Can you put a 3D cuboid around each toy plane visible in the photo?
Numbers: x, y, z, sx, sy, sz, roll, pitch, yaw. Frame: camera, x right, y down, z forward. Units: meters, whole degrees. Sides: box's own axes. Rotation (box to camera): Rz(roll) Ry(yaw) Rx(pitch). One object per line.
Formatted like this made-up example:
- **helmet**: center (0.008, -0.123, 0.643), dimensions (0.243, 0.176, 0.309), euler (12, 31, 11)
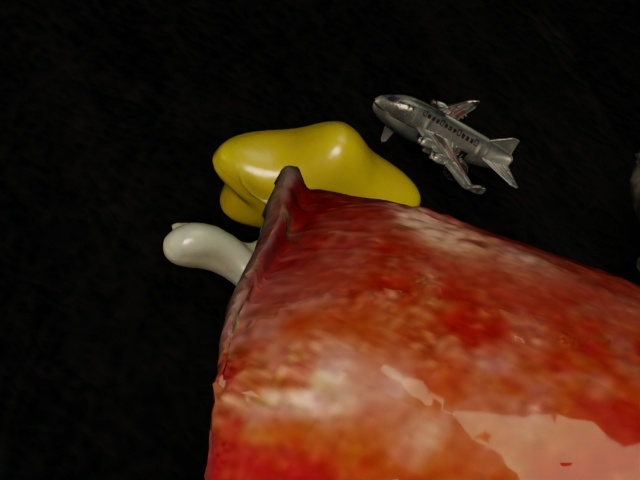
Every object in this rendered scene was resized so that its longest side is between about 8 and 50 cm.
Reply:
- **toy plane**: center (0.064, -0.053, 0.893), dimensions (0.083, 0.031, 0.078), euler (18, 36, -10)

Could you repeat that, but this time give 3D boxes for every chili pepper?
- **chili pepper**: center (0.090, 0.128, 0.556), dimensions (0.305, 0.229, 0.251), euler (19, 38, 9)

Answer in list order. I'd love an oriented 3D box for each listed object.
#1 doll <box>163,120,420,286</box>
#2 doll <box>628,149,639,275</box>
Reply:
- **doll**: center (0.007, 0.002, 0.768), dimensions (0.135, 0.071, 0.113), euler (30, 44, -1)
- **doll**: center (0.263, 0.040, 0.786), dimensions (0.246, 0.158, 0.340), euler (22, 31, -25)
